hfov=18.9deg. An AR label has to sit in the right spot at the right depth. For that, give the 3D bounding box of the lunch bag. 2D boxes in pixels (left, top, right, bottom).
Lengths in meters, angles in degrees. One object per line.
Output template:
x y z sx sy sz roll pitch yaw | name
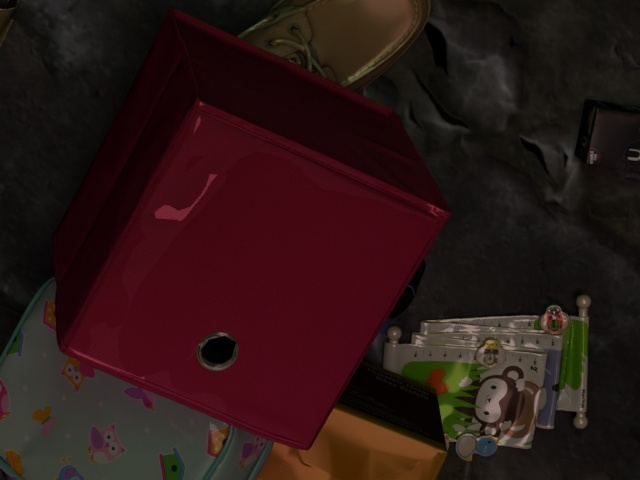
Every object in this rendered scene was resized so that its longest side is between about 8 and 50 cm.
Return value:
-0.192 0.175 1.832 0.279 0.108 0.224 36 108 28 | lunch bag

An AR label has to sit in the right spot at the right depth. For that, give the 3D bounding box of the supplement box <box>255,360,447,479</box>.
0.011 0.200 1.923 0.191 0.194 0.129 22 103 -6 | supplement box

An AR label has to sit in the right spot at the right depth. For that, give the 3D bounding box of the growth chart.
0.174 0.152 2.031 0.237 0.021 0.172 -7 105 -3 | growth chart

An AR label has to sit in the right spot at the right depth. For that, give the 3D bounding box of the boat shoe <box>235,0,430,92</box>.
-0.039 -0.158 1.874 0.341 0.110 0.122 -31 106 2 | boat shoe

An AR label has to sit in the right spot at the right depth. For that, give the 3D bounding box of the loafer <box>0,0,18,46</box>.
-0.322 -0.223 1.853 0.056 0.050 0.148 21 101 -11 | loafer

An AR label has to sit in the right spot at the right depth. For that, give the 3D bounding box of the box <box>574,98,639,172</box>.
0.309 -0.105 1.961 0.083 0.052 0.062 8 103 -8 | box

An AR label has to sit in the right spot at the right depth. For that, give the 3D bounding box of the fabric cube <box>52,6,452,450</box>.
-0.072 -0.012 1.734 0.254 0.259 0.258 25 108 -19 | fabric cube

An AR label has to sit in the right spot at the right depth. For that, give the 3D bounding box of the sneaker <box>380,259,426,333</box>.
0.000 0.000 1.942 0.232 0.081 0.090 33 96 -21 | sneaker
